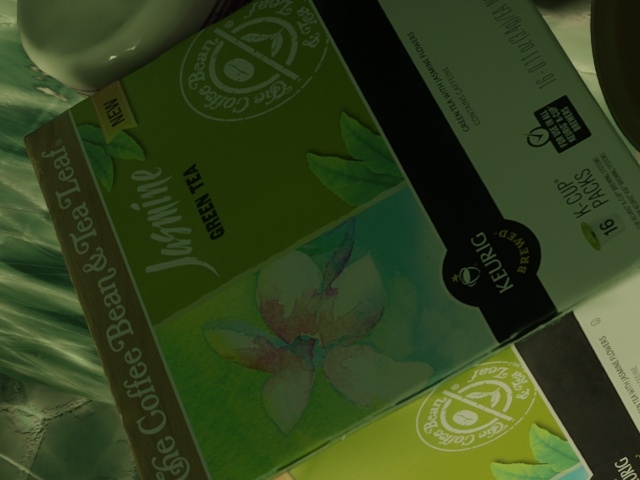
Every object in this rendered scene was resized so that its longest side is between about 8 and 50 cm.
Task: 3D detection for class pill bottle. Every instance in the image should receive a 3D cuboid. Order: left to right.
[{"bbox_3d":[-0.050,-0.128,1.339,0.169,0.169,0.301,4,161,42],"label":"pill bottle"}]

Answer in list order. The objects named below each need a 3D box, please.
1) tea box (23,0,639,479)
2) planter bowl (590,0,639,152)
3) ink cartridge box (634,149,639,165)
[{"bbox_3d":[0.040,0.023,1.160,0.220,0.323,0.329,53,-173,-49],"label":"tea box"},{"bbox_3d":[0.244,-0.121,1.075,0.109,0.162,0.162,-5,179,-30],"label":"planter bowl"},{"bbox_3d":[0.302,-0.015,1.260,0.117,0.207,0.283,21,166,-14],"label":"ink cartridge box"}]
